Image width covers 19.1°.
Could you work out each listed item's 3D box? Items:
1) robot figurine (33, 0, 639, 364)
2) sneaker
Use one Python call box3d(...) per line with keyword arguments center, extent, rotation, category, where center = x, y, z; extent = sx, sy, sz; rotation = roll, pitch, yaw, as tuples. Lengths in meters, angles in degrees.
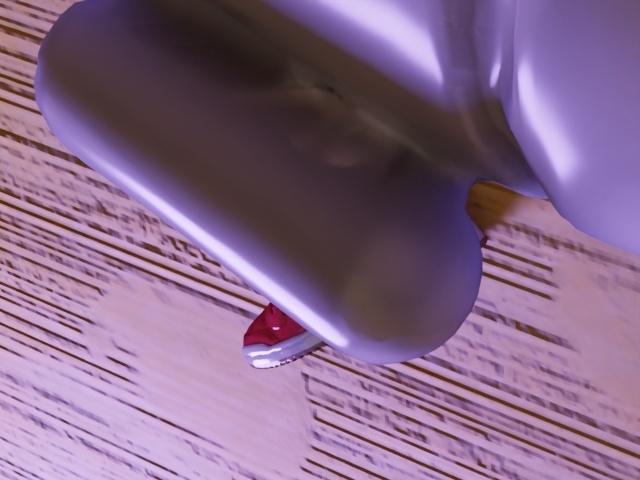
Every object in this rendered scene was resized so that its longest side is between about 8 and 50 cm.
box3d(center=(0.052, -0.123, 0.439), extent=(0.353, 0.200, 0.300), rotation=(34, 95, 31), category="robot figurine")
box3d(center=(0.000, 0.000, 0.692), extent=(0.118, 0.042, 0.067), rotation=(-32, 97, 39), category="sneaker")
